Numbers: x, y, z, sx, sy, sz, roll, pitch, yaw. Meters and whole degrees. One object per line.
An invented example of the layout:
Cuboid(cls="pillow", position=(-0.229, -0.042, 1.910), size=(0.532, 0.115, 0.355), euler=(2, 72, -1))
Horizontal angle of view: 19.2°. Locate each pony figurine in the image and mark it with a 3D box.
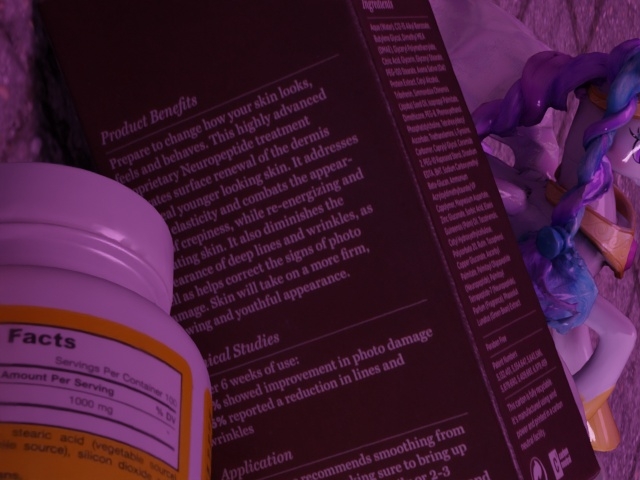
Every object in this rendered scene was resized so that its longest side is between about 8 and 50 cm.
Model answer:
Cuboid(cls="pony figurine", position=(0.120, -0.036, 1.414), size=(0.303, 0.351, 0.363), euler=(-41, 150, -53))

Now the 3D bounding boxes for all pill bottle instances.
Cuboid(cls="pill bottle", position=(-0.146, 0.135, 0.902), size=(0.188, 0.188, 0.334), euler=(62, 22, -51))

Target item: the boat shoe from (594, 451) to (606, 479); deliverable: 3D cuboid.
Cuboid(cls="boat shoe", position=(0.271, 0.337, 2.093), size=(0.081, 0.079, 0.227), euler=(-2, 102, -75))

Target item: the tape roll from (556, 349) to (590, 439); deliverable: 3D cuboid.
Cuboid(cls="tape roll", position=(0.031, 0.147, 1.242), size=(0.100, 0.286, 0.286), euler=(-17, 110, -64))

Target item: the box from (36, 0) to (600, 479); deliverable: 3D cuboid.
Cuboid(cls="box", position=(0.000, 0.000, 1.105), size=(0.143, 0.191, 0.381), euler=(-19, 89, -66))
